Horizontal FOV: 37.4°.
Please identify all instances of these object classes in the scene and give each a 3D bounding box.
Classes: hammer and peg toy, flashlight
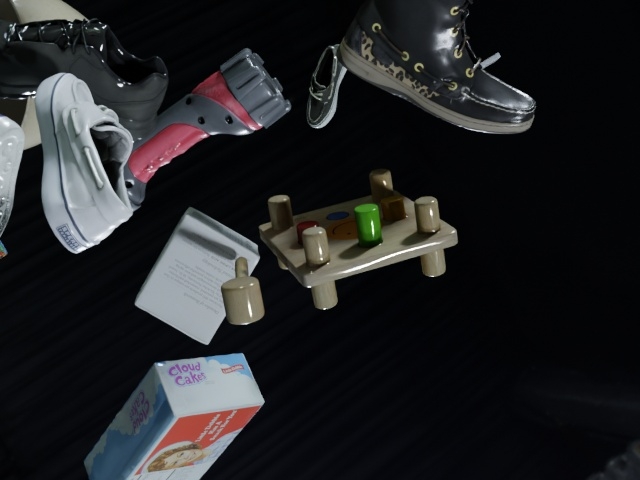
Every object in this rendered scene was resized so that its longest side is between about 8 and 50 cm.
[{"bbox_3d":[0.000,0.000,1.491,0.266,0.361,0.127,-136,-147,-64],"label":"hammer and peg toy"},{"bbox_3d":[-0.187,-0.129,1.261,0.103,0.304,0.103,49,11,-26],"label":"flashlight"}]

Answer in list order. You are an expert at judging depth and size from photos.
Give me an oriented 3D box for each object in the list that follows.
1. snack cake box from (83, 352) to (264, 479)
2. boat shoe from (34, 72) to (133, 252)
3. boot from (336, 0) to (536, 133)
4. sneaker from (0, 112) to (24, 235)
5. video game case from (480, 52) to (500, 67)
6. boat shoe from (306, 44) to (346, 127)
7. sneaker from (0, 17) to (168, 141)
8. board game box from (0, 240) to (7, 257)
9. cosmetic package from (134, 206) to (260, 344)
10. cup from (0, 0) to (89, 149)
[{"bbox_3d":[-0.215,0.277,1.356,0.264,0.152,0.089,-52,-127,35],"label":"snack cake box"},{"bbox_3d":[-0.237,-0.095,0.986,0.095,0.084,0.258,57,11,-49],"label":"boat shoe"},{"bbox_3d":[0.240,-0.370,1.651,0.377,0.138,0.284,26,-56,7],"label":"boot"},{"bbox_3d":[-0.652,-0.121,1.615,0.236,0.130,0.322,31,-65,10],"label":"sneaker"},{"bbox_3d":[0.313,-0.342,1.876,0.011,0.087,0.122,60,9,-3],"label":"video game case"},{"bbox_3d":[0.004,-0.377,2.311,0.078,0.070,0.219,32,-62,27],"label":"boat shoe"},{"bbox_3d":[-0.318,-0.227,1.151,0.130,0.286,0.109,-48,-147,46],"label":"sneaker"},{"bbox_3d":[-0.528,-0.023,1.295,0.048,0.141,0.170,-25,-82,26],"label":"board game box"},{"bbox_3d":[-0.219,0.059,1.694,0.151,0.183,0.151,30,5,-8],"label":"cosmetic package"},{"bbox_3d":[-0.536,-0.326,1.762,0.331,0.237,0.331,9,-76,39],"label":"cup"}]
